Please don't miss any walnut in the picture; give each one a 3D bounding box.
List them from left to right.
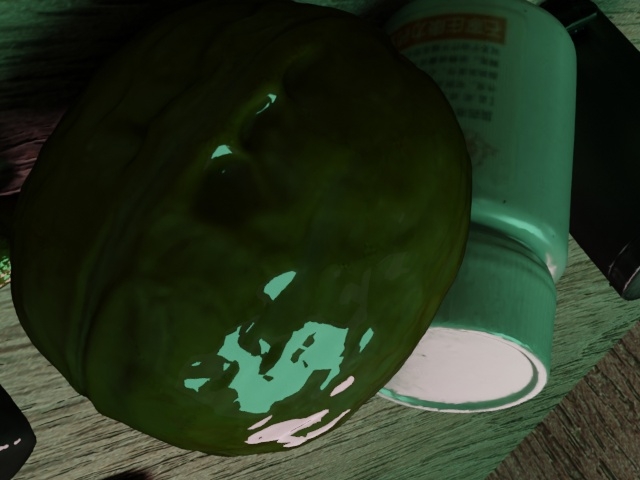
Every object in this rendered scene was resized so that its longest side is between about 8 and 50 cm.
[{"bbox_3d":[-0.063,-0.021,1.319,0.398,0.354,0.308,-57,166,-15],"label":"walnut"}]

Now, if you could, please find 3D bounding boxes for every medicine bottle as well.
[{"bbox_3d":[0.135,-0.039,1.547,0.211,0.371,0.211,7,151,4],"label":"medicine bottle"}]

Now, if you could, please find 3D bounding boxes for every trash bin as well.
[{"bbox_3d":[0.334,-0.106,1.861,0.203,0.301,0.252,-29,159,-23],"label":"trash bin"}]

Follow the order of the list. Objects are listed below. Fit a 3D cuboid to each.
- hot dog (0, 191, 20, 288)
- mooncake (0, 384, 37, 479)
[{"bbox_3d":[-0.354,0.051,1.400,0.286,0.088,0.061,-39,152,-7],"label":"hot dog"},{"bbox_3d":[-0.421,0.227,1.570,0.283,0.141,0.283,-35,167,-9],"label":"mooncake"}]
